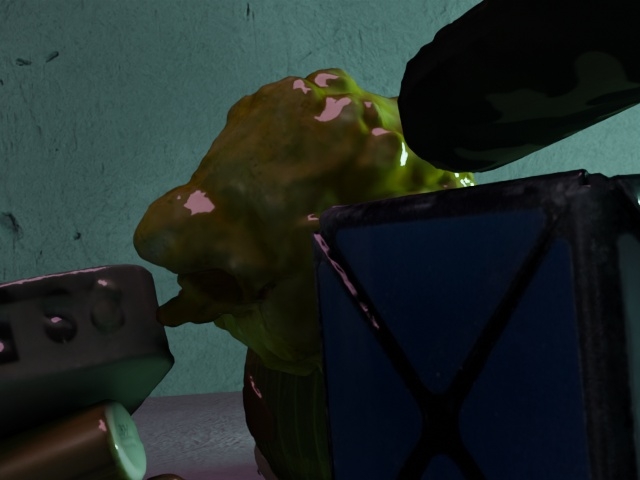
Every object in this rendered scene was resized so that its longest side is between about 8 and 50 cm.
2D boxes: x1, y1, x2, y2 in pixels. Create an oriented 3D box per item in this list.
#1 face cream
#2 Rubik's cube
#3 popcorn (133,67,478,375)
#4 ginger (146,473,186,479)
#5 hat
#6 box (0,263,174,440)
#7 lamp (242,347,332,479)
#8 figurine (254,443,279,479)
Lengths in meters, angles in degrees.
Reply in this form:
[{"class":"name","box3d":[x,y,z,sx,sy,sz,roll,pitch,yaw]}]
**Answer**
[{"class":"face cream","box3d":[-0.270,0.194,0.779,0.285,0.067,0.139,-21,-9,-6]},{"class":"Rubik's cube","box3d":[0.170,0.093,0.640,0.255,0.259,0.260,-4,0,-32]},{"class":"popcorn","box3d":[0.000,0.000,0.801,0.266,0.192,0.233,-16,-37,-18]},{"class":"ginger","box3d":[-0.129,0.217,0.818,0.095,0.069,0.190,-1,-4,-9]},{"class":"hat","box3d":[0.240,-0.091,0.559,0.366,0.257,0.381,-22,-22,-36]},{"class":"box","box3d":[-0.346,0.149,0.861,0.396,0.111,0.396,-10,-20,-30]},{"class":"lamp","box3d":[0.073,0.130,0.988,0.284,0.250,0.250,0,-1,27]},{"class":"figurine","box3d":[0.057,0.200,1.244,0.276,0.133,0.200,-7,-15,-26]}]
